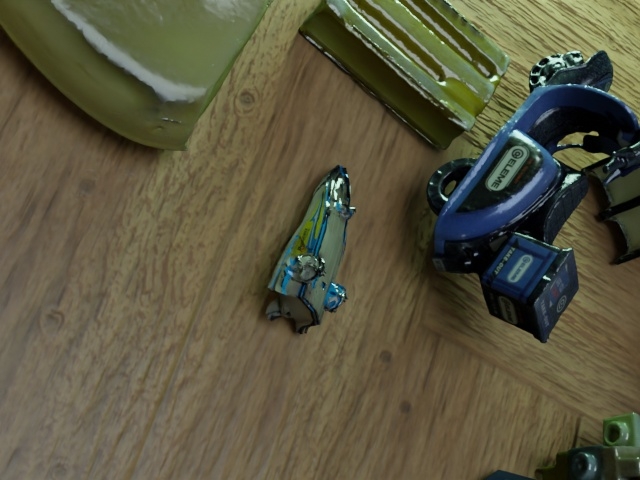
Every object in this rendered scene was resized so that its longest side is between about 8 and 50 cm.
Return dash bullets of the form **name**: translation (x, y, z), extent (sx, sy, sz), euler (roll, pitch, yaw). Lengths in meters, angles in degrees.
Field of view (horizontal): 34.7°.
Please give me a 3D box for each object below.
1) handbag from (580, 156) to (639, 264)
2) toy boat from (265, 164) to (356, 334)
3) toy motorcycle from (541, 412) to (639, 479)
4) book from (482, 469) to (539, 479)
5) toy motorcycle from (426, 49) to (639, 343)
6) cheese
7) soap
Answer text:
- **handbag**: translation (0.533, -0.095, 1.250), extent (0.236, 0.358, 0.160), euler (-18, 83, -33)
- **toy boat**: translation (0.000, 0.000, 1.087), extent (0.084, 0.066, 0.210), euler (59, 39, -44)
- **toy motorcycle**: translation (0.360, 0.387, 1.125), extent (0.236, 0.168, 0.410), euler (20, 60, -32)
- **book**: translation (0.179, 0.304, 0.999), extent (0.269, 0.190, 0.025), euler (-17, 108, -45)
- **toy motorcycle**: translation (0.267, -0.073, 1.153), extent (0.359, 0.212, 0.125), euler (-52, 146, -18)
- **cheese**: translation (-0.204, -0.261, 1.003), extent (0.315, 0.128, 0.260), euler (36, 63, -15)
- **soap**: translation (0.101, -0.230, 1.204), extent (0.233, 0.076, 0.135), euler (40, 60, -14)
